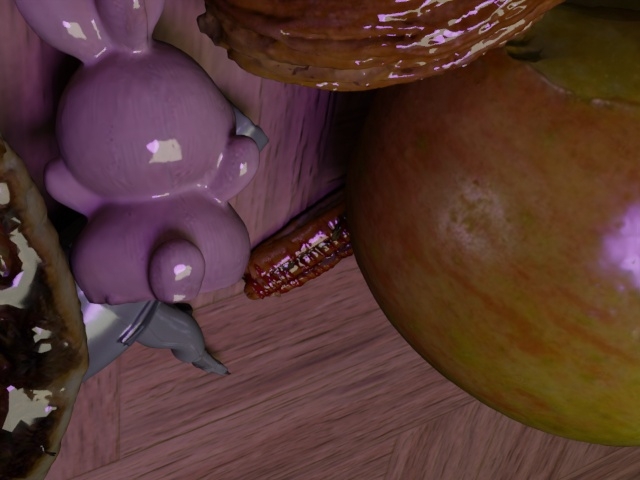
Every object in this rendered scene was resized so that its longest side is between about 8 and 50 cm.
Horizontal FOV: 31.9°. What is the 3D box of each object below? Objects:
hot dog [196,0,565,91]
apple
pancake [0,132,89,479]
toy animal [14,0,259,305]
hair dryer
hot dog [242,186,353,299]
[{"bbox_3d":[0.059,-0.180,0.606,0.272,0.196,0.122,-44,122,6],"label":"hot dog"},{"bbox_3d":[0.191,-0.032,0.750,0.339,0.339,0.339,-24,143,-20],"label":"apple"},{"bbox_3d":[-0.281,0.080,0.614,0.305,0.067,0.427,-10,127,-9],"label":"pancake"},{"bbox_3d":[-0.096,-0.070,0.628,0.124,0.124,0.212,-13,104,-32],"label":"toy animal"},{"bbox_3d":[-0.091,0.008,0.792,0.229,0.092,0.267,-55,156,14],"label":"hair dryer"},{"bbox_3d":[0.001,0.001,0.874,0.144,0.038,0.062,-34,146,-6],"label":"hot dog"}]
